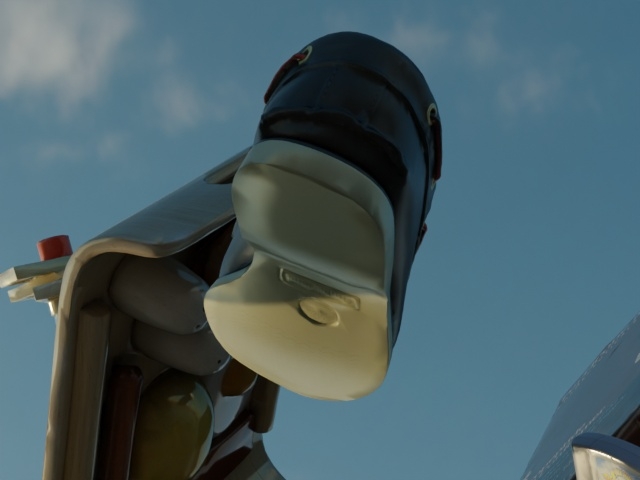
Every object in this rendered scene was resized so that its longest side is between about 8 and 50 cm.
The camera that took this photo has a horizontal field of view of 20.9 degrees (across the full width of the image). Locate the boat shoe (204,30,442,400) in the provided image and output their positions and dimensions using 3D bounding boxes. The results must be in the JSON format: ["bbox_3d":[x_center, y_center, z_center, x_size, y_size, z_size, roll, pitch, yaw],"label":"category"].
[{"bbox_3d":[0.002,0.001,0.407,0.049,0.042,0.133,23,-27,6],"label":"boat shoe"}]

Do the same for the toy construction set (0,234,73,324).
[{"bbox_3d":[-0.171,0.146,1.520,0.215,0.151,0.327,-14,-81,-18],"label":"toy construction set"}]

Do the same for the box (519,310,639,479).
[{"bbox_3d":[0.242,0.149,1.196,0.143,0.381,0.191,41,-69,6],"label":"box"}]

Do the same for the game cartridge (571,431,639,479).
[{"bbox_3d":[0.157,0.127,0.856,0.017,0.083,0.056,-24,-62,-28],"label":"game cartridge"}]

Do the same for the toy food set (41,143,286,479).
[{"bbox_3d":[-0.045,0.085,0.938,0.092,0.220,0.306,26,-55,22],"label":"toy food set"}]
